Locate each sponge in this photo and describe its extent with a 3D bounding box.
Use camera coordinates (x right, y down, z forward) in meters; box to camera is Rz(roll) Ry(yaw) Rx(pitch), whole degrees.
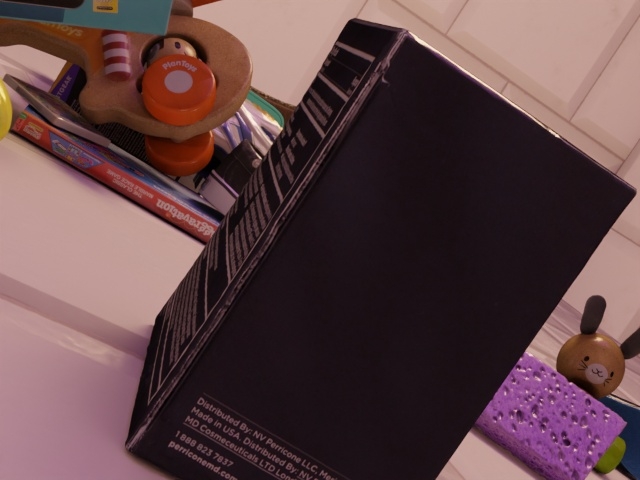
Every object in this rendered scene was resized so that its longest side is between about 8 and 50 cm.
[{"bbox_3d":[0.223,0.181,1.358,0.210,0.031,0.117,36,50,16],"label":"sponge"}]

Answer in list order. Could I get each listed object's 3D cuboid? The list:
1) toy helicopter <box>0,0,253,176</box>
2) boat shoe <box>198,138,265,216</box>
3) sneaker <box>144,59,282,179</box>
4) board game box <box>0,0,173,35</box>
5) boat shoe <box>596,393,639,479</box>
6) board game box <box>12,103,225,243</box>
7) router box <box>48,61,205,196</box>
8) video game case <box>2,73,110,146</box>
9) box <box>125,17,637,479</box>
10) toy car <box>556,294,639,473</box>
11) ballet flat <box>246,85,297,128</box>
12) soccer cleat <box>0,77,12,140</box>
[{"bbox_3d":[-0.249,-0.244,1.468,0.355,0.235,0.140,20,-29,5],"label":"toy helicopter"},{"bbox_3d":[-0.001,-0.001,1.483,0.306,0.105,0.113,41,4,-5],"label":"boat shoe"},{"bbox_3d":[-0.166,-0.166,1.553,0.296,0.112,0.131,45,53,4],"label":"sneaker"},{"bbox_3d":[-0.355,-0.302,1.283,0.336,0.079,0.254,1,24,-31],"label":"board game box"},{"bbox_3d":[0.429,0.261,1.682,0.258,0.109,0.089,38,6,23],"label":"boat shoe"},{"bbox_3d":[-0.225,-0.077,1.437,0.281,0.027,0.145,31,6,-13],"label":"board game box"},{"bbox_3d":[-0.262,-0.181,1.748,0.243,0.081,0.309,31,8,-14],"label":"router box"},{"bbox_3d":[-0.308,-0.152,1.426,0.122,0.011,0.087,38,9,37],"label":"video game case"},{"bbox_3d":[0.027,0.018,0.840,0.183,0.294,0.296,31,8,-10],"label":"box"},{"bbox_3d":[0.346,0.172,1.571,0.155,0.188,0.149,32,7,-3],"label":"toy car"},{"bbox_3d":[-0.083,-0.188,2.355,0.483,0.164,0.182,29,-12,-18],"label":"ballet flat"},{"bbox_3d":[-0.366,-0.178,1.199,0.121,0.093,0.289,-2,29,-47],"label":"soccer cleat"}]
